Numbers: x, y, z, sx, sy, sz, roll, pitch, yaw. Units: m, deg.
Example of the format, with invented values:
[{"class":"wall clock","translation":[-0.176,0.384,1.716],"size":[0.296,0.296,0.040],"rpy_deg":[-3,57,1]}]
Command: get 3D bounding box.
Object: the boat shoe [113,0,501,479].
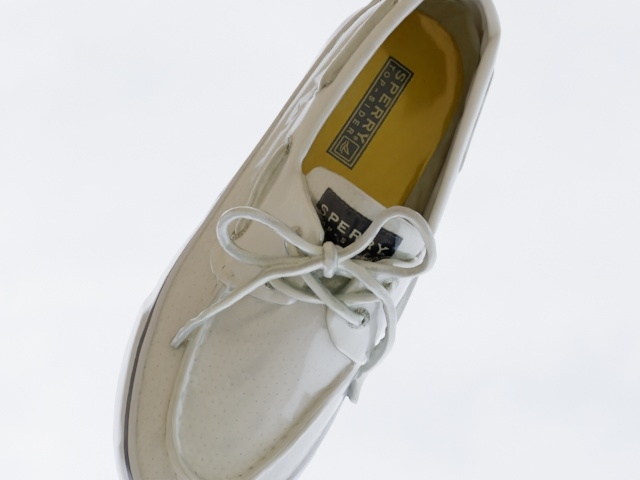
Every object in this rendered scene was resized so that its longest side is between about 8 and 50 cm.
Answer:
[{"class":"boat shoe","translation":[0.008,0.003,0.804],"size":[0.367,0.136,0.156],"rpy_deg":[-59,-170,-16]}]
